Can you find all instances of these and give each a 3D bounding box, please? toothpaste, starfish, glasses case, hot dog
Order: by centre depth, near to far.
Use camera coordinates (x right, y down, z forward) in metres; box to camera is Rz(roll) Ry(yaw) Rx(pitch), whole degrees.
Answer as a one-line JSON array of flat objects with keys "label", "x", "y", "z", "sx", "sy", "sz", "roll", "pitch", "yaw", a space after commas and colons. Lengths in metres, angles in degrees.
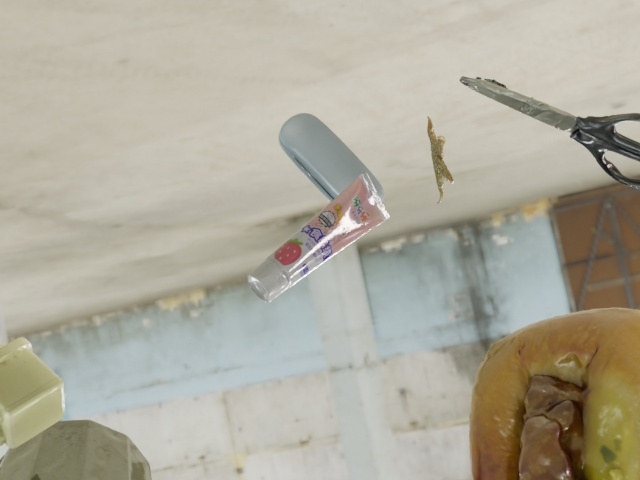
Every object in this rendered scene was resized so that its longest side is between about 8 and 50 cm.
[{"label": "hot dog", "x": 0.243, "y": 0.271, "z": 0.843, "sx": 0.185, "sy": 0.405, "sz": 0.223, "roll": -13, "pitch": -172, "yaw": 21}, {"label": "starfish", "x": 0.126, "y": -0.088, "z": 1.098, "sx": 0.016, "sy": 0.086, "sz": 0.092, "roll": -10, "pitch": 159, "yaw": 0}, {"label": "toothpaste", "x": 0.000, "y": 0.000, "z": 1.186, "sx": 0.194, "sy": 0.067, "sz": 0.043, "roll": -39, "pitch": -159, "yaw": -23}, {"label": "glasses case", "x": 0.015, "y": -0.105, "z": 1.429, "sx": 0.067, "sy": 0.178, "sz": 0.045, "roll": -40, "pitch": 172, "yaw": -26}]

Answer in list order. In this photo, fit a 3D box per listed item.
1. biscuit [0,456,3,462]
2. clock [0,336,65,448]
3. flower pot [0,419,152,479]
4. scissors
[{"label": "biscuit", "x": -0.545, "y": 0.420, "z": 1.676, "sx": 0.250, "sy": 0.133, "sz": 0.032, "roll": -4, "pitch": 163, "yaw": -44}, {"label": "clock", "x": -0.476, "y": 0.193, "z": 1.033, "sx": 0.379, "sy": 0.276, "sz": 0.120, "roll": -37, "pitch": 148, "yaw": -38}, {"label": "flower pot", "x": -0.276, "y": 0.346, "z": 1.119, "sx": 0.290, "sy": 0.290, "sz": 0.259, "roll": -11, "pitch": -157, "yaw": -3}, {"label": "scissors", "x": 0.319, "y": -0.155, "z": 1.328, "sx": 0.022, "sy": 0.300, "sz": 0.109, "roll": -51, "pitch": 160, "yaw": -40}]
